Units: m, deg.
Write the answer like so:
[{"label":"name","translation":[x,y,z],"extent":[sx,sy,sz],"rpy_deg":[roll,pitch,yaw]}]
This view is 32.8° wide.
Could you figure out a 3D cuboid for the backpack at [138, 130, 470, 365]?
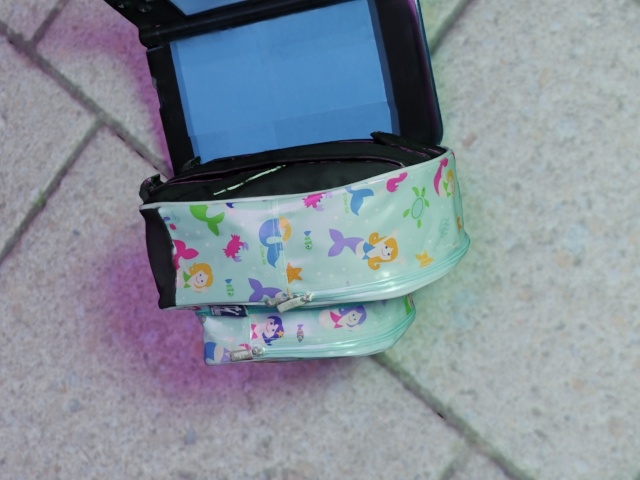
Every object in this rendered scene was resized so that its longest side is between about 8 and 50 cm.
[{"label":"backpack","translation":[0.000,0.000,0.927],"extent":[0.253,0.225,0.191],"rpy_deg":[-13,97,18]}]

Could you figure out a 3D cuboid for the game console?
[{"label":"game console","translation":[-0.065,-0.178,0.972],"extent":[0.293,0.250,0.173],"rpy_deg":[-8,69,25]}]
